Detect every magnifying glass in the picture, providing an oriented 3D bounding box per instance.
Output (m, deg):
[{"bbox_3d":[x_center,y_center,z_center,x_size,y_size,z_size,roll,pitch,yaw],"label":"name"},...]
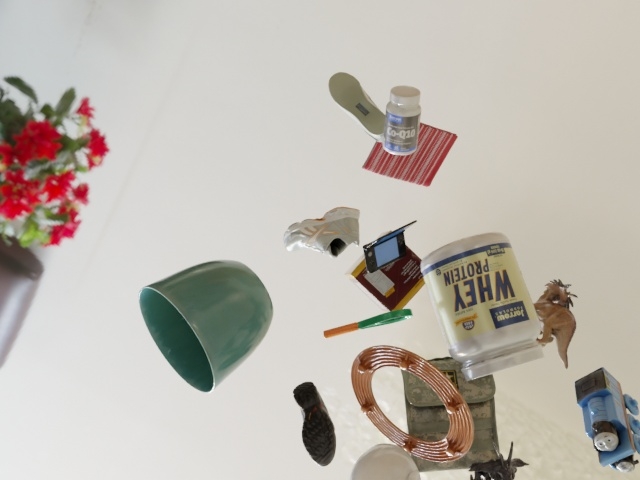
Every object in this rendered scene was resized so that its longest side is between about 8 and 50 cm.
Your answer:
[{"bbox_3d":[0.120,0.210,1.820,0.231,0.026,0.092,-14,166,12],"label":"magnifying glass"}]

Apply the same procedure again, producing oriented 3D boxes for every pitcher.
[{"bbox_3d":[0.122,0.432,1.198,0.178,0.125,0.207,-37,-162,28],"label":"pitcher"}]

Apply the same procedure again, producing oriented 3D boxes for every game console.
[{"bbox_3d":[0.166,0.015,1.666,0.122,0.107,0.071,-24,-155,-29],"label":"game console"}]

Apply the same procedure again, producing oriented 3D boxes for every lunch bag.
[{"bbox_3d":[0.337,0.444,1.888,0.169,0.235,0.287,61,24,-81],"label":"lunch bag"}]

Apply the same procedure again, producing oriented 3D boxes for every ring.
[{"bbox_3d":[0.204,0.391,1.697,0.032,0.336,0.336,-37,170,-40],"label":"ring"}]

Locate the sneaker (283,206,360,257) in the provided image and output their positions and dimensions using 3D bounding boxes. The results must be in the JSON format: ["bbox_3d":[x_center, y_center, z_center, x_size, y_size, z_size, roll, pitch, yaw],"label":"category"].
[{"bbox_3d":[0.000,0.000,1.993,0.262,0.099,0.121,-23,-116,38],"label":"sneaker"}]

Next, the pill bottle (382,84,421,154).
[{"bbox_3d":[0.179,-0.263,1.581,0.078,0.078,0.137,-62,159,-52],"label":"pill bottle"}]

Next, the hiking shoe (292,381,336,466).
[{"bbox_3d":[0.001,0.461,1.786,0.086,0.114,0.227,-24,-134,8],"label":"hiking shoe"}]

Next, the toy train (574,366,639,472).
[{"bbox_3d":[0.498,0.310,1.246,0.080,0.105,0.184,-41,-165,31],"label":"toy train"}]

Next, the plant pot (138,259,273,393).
[{"bbox_3d":[-0.257,0.182,1.753,0.235,0.293,0.293,-32,170,-32],"label":"plant pot"}]

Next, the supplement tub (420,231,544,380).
[{"bbox_3d":[0.404,0.164,1.798,0.235,0.325,0.235,-16,166,-4],"label":"supplement tub"}]

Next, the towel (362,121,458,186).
[{"bbox_3d":[0.278,-0.274,2.224,0.199,0.275,0.031,-62,-144,23],"label":"towel"}]

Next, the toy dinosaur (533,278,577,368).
[{"bbox_3d":[0.689,0.222,2.117,0.200,0.127,0.295,-24,-139,3],"label":"toy dinosaur"}]

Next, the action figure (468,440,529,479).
[{"bbox_3d":[0.412,0.603,1.672,0.141,0.164,0.275,-127,-140,-54],"label":"action figure"}]

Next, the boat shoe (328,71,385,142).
[{"bbox_3d":[0.100,-0.329,1.820,0.079,0.227,0.081,-38,156,0],"label":"boat shoe"}]

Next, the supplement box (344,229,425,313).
[{"bbox_3d":[0.216,0.104,2.280,0.191,0.194,0.129,-47,-176,-7],"label":"supplement box"}]
